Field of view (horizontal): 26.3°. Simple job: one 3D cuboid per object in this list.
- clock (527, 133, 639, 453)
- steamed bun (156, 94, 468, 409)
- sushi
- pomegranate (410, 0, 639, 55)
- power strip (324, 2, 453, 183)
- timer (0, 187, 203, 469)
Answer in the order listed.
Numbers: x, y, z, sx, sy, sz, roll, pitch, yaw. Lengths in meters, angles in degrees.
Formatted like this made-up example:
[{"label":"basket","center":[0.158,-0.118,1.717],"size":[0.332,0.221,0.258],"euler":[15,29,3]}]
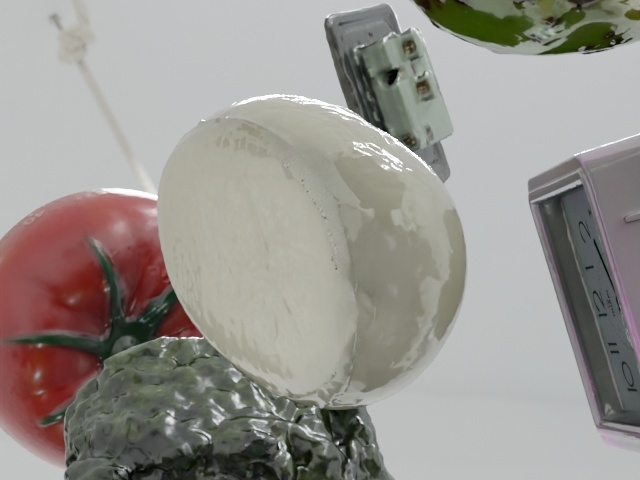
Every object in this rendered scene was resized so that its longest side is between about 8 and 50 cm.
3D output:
[{"label":"clock","center":[0.204,0.037,0.888],"size":[0.063,0.197,0.150],"euler":[-16,-3,-6]},{"label":"steamed bun","center":[0.000,0.000,0.818],"size":[0.130,0.228,0.177],"euler":[-14,-69,-33]},{"label":"sushi","center":[-0.070,0.260,1.170],"size":[0.294,0.178,0.352],"euler":[-7,-58,-8]},{"label":"pomegranate","center":[0.127,-0.166,0.642],"size":[0.231,0.286,0.231],"euler":[0,-34,0]},{"label":"power strip","center":[0.108,-0.182,1.745],"size":[0.092,0.257,0.251],"euler":[-19,6,17]},{"label":"timer","center":[-0.276,0.119,1.805],"size":[0.378,0.279,0.378],"euler":[-4,-80,-20]}]
